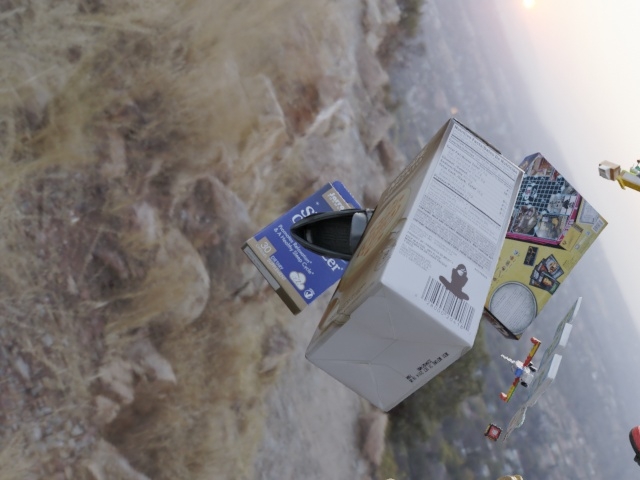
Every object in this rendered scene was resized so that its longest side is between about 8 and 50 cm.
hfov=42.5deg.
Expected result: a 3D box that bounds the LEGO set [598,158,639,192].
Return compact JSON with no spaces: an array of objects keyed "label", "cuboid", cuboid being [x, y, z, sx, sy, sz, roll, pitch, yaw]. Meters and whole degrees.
[{"label":"LEGO set","cuboid":[0.750,-0.164,1.848,0.132,0.107,0.287,40,-3,-7]}]

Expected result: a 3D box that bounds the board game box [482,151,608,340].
[{"label":"board game box","cuboid":[0.312,0.008,1.272,0.165,0.243,0.042,44,-13,-10]}]

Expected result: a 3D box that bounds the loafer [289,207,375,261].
[{"label":"loafer","cuboid":[0.064,-0.002,1.037,0.078,0.223,0.076,0,93,-57]}]

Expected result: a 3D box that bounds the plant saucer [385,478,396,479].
[{"label":"plant saucer","cuboid":[0.139,0.683,1.543,0.333,0.333,0.081,43,-24,5]}]

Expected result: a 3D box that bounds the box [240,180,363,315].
[{"label":"box","cuboid":[0.000,0.000,1.303,0.225,0.036,0.136,-38,87,-33]}]

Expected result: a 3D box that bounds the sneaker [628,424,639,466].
[{"label":"sneaker","cuboid":[0.653,0.385,1.371,0.276,0.135,0.097,41,27,-7]}]

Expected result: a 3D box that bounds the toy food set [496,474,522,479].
[{"label":"toy food set","cuboid":[0.346,0.483,1.575,0.020,0.082,0.083,46,43,-10]}]

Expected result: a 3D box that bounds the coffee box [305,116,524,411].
[{"label":"coffee box","cuboid":[0.094,0.017,0.779,0.098,0.141,0.246,35,45,-7]}]

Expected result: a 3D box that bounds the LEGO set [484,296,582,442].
[{"label":"LEGO set","cuboid":[0.310,0.206,1.267,0.060,0.244,0.182,28,47,9]}]
